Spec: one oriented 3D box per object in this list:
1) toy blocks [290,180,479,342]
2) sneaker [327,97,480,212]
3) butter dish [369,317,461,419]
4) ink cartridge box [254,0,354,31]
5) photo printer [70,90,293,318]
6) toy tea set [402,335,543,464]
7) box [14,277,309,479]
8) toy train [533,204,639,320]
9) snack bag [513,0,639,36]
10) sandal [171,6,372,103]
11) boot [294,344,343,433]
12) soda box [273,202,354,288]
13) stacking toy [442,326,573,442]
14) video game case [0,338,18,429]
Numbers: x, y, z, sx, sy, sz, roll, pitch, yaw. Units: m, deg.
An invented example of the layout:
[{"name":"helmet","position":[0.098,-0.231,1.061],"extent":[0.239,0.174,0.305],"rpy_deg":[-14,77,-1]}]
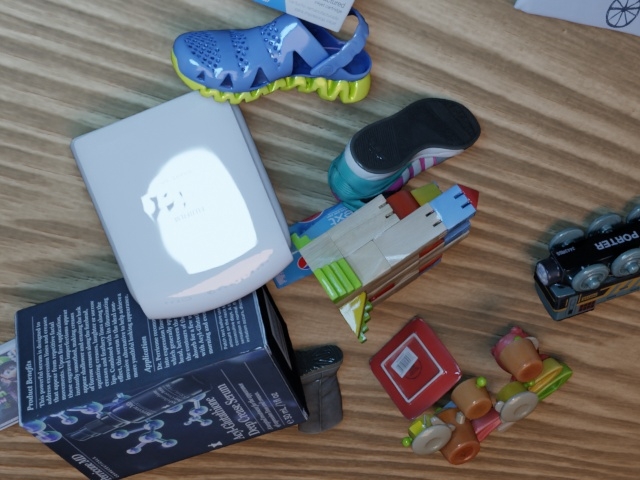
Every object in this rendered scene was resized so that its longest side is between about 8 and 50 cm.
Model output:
[{"name":"toy blocks","position":[0.116,0.007,1.371],"extent":[0.261,0.190,0.381],"rpy_deg":[-34,168,-2]},{"name":"sneaker","position":[0.124,-0.127,1.456],"extent":[0.296,0.123,0.178],"rpy_deg":[-22,165,-37]},{"name":"butter dish","position":[0.212,0.263,1.801],"extent":[0.160,0.160,0.118],"rpy_deg":[-47,151,19]},{"name":"ink cartridge box","position":[-0.018,-0.427,1.127],"extent":[0.171,0.168,0.232],"rpy_deg":[13,120,-29]},{"name":"photo printer","position":[-0.195,-0.049,1.295],"extent":[0.256,0.107,0.307],"rpy_deg":[-22,90,-3]},{"name":"toy tea set","position":[0.314,0.313,1.772],"extent":[0.336,0.124,0.200],"rpy_deg":[-40,134,9]},{"name":"box","position":[-0.255,0.211,1.455],"extent":[0.396,0.212,0.293],"rpy_deg":[-18,145,3]},{"name":"toy train","position":[0.585,0.044,1.768],"extent":[0.334,0.142,0.190],"rpy_deg":[-18,143,-9]},{"name":"snack bag","position":[0.503,-0.483,1.373],"extent":[0.343,0.037,0.323],"rpy_deg":[5,125,-24]},{"name":"sandal","position":[-0.057,-0.278,1.251],"extent":[0.317,0.126,0.138],"rpy_deg":[-8,148,-26]},{"name":"boot","position":[-0.036,0.313,1.786],"extent":[0.190,0.076,0.208],"rpy_deg":[-6,135,-14]},{"name":"soda box","position":[0.000,0.000,1.539],"extent":[0.210,0.071,0.067],"rpy_deg":[-25,132,-1]},{"name":"stacking toy","position":[0.408,0.326,1.969],"extent":[0.309,0.130,0.279],"rpy_deg":[-45,155,20]},{"name":"video game case","position":[-0.574,0.267,1.565],"extent":[0.190,0.022,0.173],"rpy_deg":[-25,131,-1]}]
